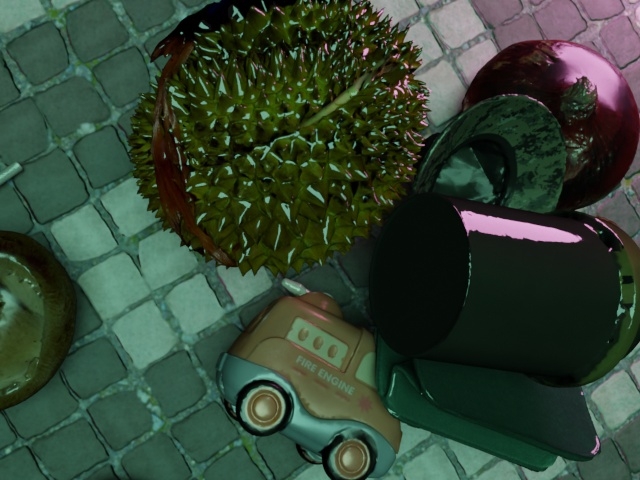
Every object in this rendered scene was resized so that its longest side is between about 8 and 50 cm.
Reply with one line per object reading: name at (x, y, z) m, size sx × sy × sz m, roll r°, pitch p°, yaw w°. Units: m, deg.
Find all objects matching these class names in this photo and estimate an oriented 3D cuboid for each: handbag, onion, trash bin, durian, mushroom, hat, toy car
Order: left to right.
mushroom at (-0.432, 0.101, 0.729) m, size 0.253 × 0.153 × 0.253 m, roll -7°, pitch 105°, yaw -30°
durian at (-0.060, -0.128, 0.718) m, size 0.347 × 0.384 × 0.348 m, roll 27°, pitch 54°, yaw -44°
toy car at (0.001, 0.189, 0.813) m, size 0.270 × 0.180 × 0.213 m, roll 33°, pitch 73°, yaw -7°
hat at (0.194, -0.079, 0.807) m, size 0.265 × 0.128 × 0.266 m, roll -12°, pitch 119°, yaw -22°
handbag at (0.224, 0.167, 0.816) m, size 0.326 × 0.089 × 0.239 m, roll 25°, pitch 46°, yaw -23°
trash bin at (0.241, 0.061, 0.693) m, size 0.333 × 0.214 × 0.214 m, roll 9°, pitch 86°, yaw -29°
onion at (0.340, -0.172, 0.868) m, size 0.271 × 0.195 × 0.272 m, roll -1°, pitch 86°, yaw 7°

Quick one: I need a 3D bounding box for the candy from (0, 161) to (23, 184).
candy at (-0.546, 0.011, 0.764) m, size 0.365 × 0.124 × 0.124 m, roll -42°, pitch 95°, yaw -20°

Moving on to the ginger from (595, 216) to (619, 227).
ginger at (0.380, 0.009, 0.920) m, size 0.203 × 0.104 × 0.080 m, roll -7°, pitch 73°, yaw -26°
